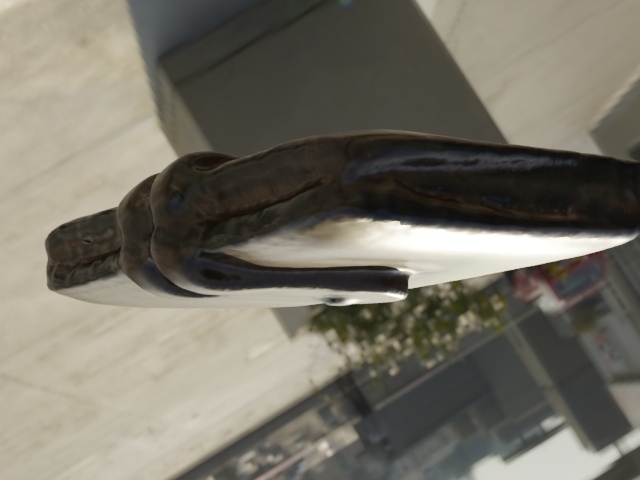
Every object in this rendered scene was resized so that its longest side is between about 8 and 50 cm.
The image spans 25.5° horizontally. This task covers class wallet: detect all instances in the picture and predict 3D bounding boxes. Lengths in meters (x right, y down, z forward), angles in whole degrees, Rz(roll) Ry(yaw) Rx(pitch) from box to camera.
[{"bbox_3d":[0.000,0.000,0.387,0.118,0.039,0.152,3,172,-35],"label":"wallet"}]
